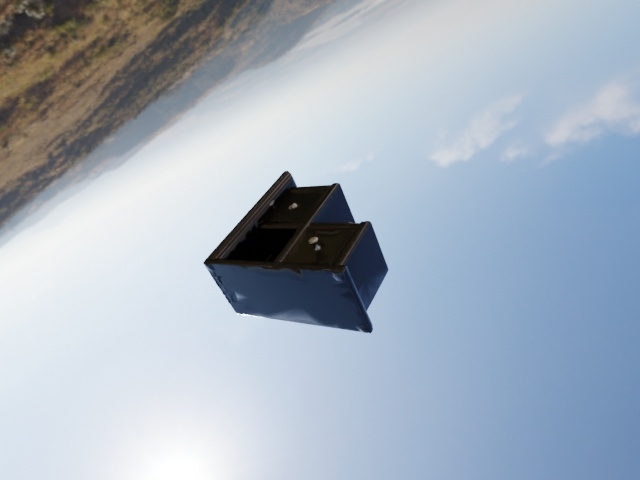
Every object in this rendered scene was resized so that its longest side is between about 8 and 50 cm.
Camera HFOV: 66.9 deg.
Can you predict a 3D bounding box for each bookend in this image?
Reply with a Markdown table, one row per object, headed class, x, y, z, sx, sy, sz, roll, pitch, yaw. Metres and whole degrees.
| class | x | y | z | sx | sy | sz | roll | pitch | yaw |
| --- | --- | --- | --- | --- | --- | --- | --- | --- | --- |
| bookend | 0.000 | 0.000 | 0.472 | 0.157 | 0.072 | 0.156 | 2 | -139 | 35 |
